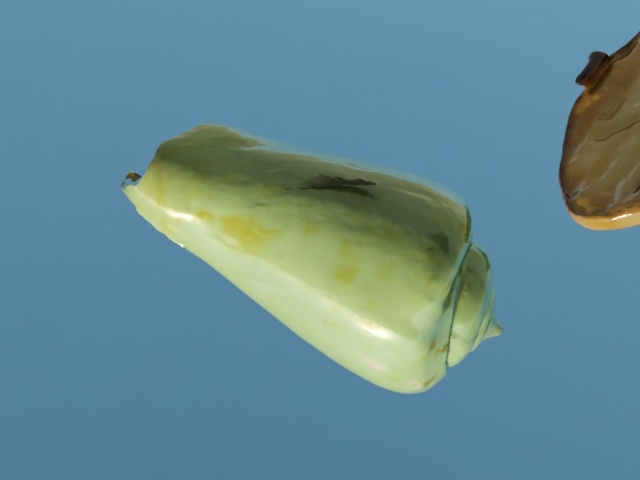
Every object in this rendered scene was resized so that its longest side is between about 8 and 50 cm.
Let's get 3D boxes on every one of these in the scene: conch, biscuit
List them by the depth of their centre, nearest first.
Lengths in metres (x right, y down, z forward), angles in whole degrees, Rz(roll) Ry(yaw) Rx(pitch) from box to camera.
[{"bbox_3d":[0.010,-0.002,0.965,0.251,0.137,0.143,32,-108,15],"label":"conch"},{"bbox_3d":[0.278,-0.100,1.078,0.260,0.041,0.203,-45,-138,-14],"label":"biscuit"}]
